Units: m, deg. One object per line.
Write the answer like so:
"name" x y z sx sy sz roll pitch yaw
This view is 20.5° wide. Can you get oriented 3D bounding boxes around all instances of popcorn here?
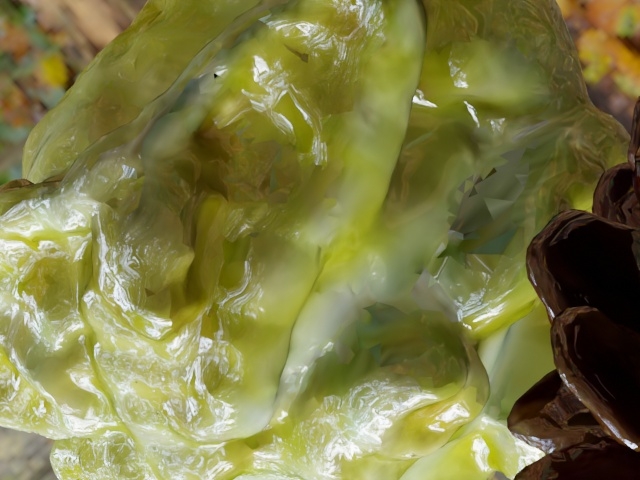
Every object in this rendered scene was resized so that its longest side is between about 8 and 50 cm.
"popcorn" -0.001 0.002 0.809 0.312 0.312 0.312 48 174 7

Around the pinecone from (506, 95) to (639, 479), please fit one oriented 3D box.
"pinecone" 0.203 0.026 0.554 0.242 0.296 0.298 36 -144 -11
